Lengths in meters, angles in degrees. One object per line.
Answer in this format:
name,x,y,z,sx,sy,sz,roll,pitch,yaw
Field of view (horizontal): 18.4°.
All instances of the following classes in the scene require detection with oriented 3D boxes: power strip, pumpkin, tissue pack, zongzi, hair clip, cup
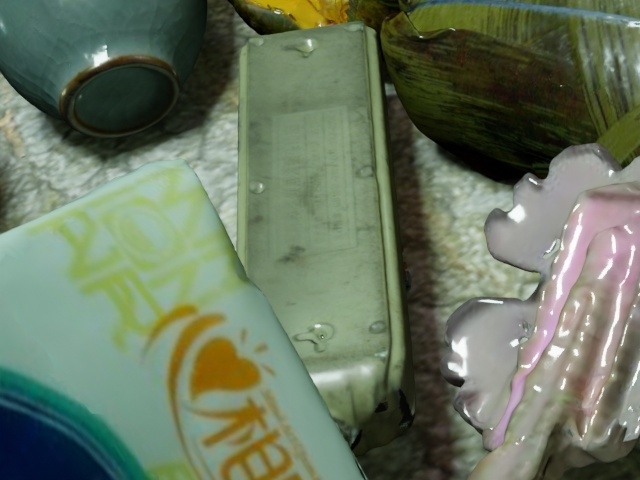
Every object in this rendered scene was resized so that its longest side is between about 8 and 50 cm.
power strip,0.000,0.000,1.114,0.092,0.066,0.387,-10,38,7
pumpkin,0.021,-0.172,1.307,0.183,0.108,0.119,0,36,32
tissue pack,-0.148,0.166,0.769,0.388,0.287,0.162,-28,-2,-44
zongzi,0.161,-0.043,1.102,0.286,0.138,0.300,-5,51,22
hair clip,0.109,0.087,0.982,0.173,0.069,0.300,8,58,41
cup,-0.149,-0.150,1.315,0.199,0.199,0.150,-19,58,0

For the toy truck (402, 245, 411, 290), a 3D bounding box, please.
toy truck,0.011,0.025,1.151,0.083,0.032,0.024,-13,44,3
